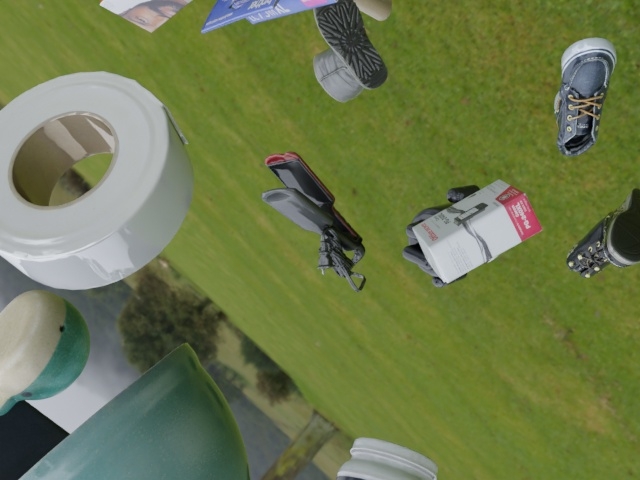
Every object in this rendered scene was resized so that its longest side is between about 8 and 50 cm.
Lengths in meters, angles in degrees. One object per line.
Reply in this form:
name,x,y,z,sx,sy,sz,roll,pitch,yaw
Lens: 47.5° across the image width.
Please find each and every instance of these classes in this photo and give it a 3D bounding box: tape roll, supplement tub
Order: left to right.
tape roll,-0.315,-0.083,0.958,0.286,0.286,0.100,34,164,25
supplement tub,0.102,0.524,1.340,0.191,0.272,0.191,17,154,9

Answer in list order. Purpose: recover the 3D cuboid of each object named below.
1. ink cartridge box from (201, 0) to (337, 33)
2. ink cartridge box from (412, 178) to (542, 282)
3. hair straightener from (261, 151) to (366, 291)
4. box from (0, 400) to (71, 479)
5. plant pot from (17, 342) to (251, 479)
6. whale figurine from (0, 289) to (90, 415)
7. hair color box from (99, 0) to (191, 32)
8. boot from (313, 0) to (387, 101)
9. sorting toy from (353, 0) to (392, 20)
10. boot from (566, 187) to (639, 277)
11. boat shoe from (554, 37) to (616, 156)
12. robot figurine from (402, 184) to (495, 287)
ink cartridge box,0.001,-0.344,0.788,0.065,0.311,0.186,39,166,-30
ink cartridge box,0.215,-0.015,1.022,0.063,0.151,0.109,60,-177,-16
hair straightener,0.000,0.000,0.790,0.047,0.089,0.230,-6,151,21
box,-0.577,0.564,1.370,0.480,0.297,0.471,37,136,-1
plant pot,-0.183,0.274,0.741,0.196,0.293,0.293,47,168,2
whale figurine,-0.488,0.195,1.194,0.272,0.216,0.141,-28,134,30
hair color box,-0.246,-0.376,1.072,0.093,0.053,0.167,22,160,-33
boot,0.029,-0.323,1.231,0.189,0.076,0.208,62,176,-15
sorting toy,0.014,-0.587,1.470,0.307,0.229,0.041,22,146,-21
boot,0.522,0.019,1.322,0.085,0.236,0.178,40,132,6
boat shoe,0.338,-0.178,0.928,0.065,0.083,0.183,-1,162,11
robot figurine,0.323,-0.009,1.751,0.209,0.278,0.173,-47,65,46
